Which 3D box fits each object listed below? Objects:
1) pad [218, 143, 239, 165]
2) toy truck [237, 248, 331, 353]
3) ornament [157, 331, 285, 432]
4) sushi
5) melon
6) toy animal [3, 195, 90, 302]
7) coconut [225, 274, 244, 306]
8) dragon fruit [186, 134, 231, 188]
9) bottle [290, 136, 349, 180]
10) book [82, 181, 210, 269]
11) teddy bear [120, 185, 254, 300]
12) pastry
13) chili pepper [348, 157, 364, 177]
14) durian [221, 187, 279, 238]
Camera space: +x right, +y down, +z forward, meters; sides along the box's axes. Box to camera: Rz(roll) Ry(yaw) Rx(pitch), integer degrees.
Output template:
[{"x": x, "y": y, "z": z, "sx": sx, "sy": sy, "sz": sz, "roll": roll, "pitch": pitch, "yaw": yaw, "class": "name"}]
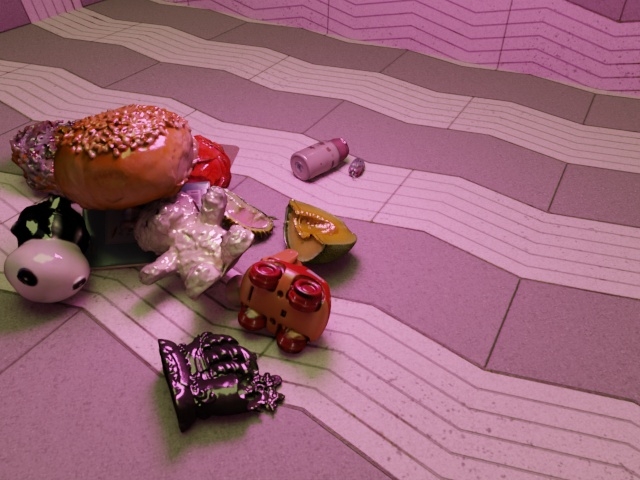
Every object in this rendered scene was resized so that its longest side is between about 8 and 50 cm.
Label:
[{"x": -0.412, "y": -0.300, "z": 2.254, "sx": 0.176, "sy": 0.002, "sz": 0.266, "roll": 6, "pitch": 37, "yaw": 4, "class": "pad"}, {"x": -0.076, "y": 0.134, "z": 1.546, "sx": 0.265, "sy": 0.189, "sz": 0.239, "roll": 27, "pitch": 27, "yaw": 18, "class": "toy truck"}, {"x": -0.223, "y": 0.305, "z": 1.382, "sx": 0.261, "sy": 0.106, "sz": 0.251, "roll": -10, "pitch": 40, "yaw": -24, "class": "ornament"}, {"x": -0.835, "y": -0.302, "z": 2.085, "sx": 0.418, "sy": 0.175, "sz": 0.417, "roll": 2, "pitch": 37, "yaw": -1, "class": "sushi"}, {"x": 0.000, "y": 0.000, "z": 1.789, "sx": 0.169, "sy": 0.129, "sz": 0.265, "roll": 8, "pitch": 27, "yaw": -32, "class": "melon"}, {"x": -0.723, "y": 0.045, "z": 1.607, "sx": 0.213, "sy": 0.212, "sz": 0.266, "roll": -4, "pitch": 59, "yaw": -8, "class": "toy animal"}, {"x": -0.217, "y": 0.133, "z": 1.618, "sx": 0.081, "sy": 0.083, "sz": 0.082, "roll": -18, "pitch": 7, "yaw": 41, "class": "coconut"}, {"x": -0.407, "y": -0.230, "z": 1.980, "sx": 0.241, "sy": 0.241, "sz": 0.252, "roll": -6, "pitch": 59, "yaw": -12, "class": "dragon fruit"}, {"x": 0.007, "y": -0.306, "z": 2.199, "sx": 0.110, "sy": 0.109, "sz": 0.233, "roll": 31, "pitch": 45, "yaw": 33, "class": "bottle"}, {"x": -0.513, "y": -0.048, "z": 1.781, "sx": 0.380, "sy": 0.031, "sz": 0.264, "roll": -3, "pitch": 67, "yaw": -7, "class": "book"}, {"x": -0.382, "y": -0.031, "z": 1.603, "sx": 0.362, "sy": 0.375, "sz": 0.327, "roll": 44, "pitch": 80, "yaw": -2, "class": "teddy bear"}, {"x": -0.533, "y": -0.239, "z": 1.655, "sx": 0.410, "sy": 0.244, "sz": 0.409, "roll": -9, "pitch": 23, "yaw": 4, "class": "pastry"}, {"x": 0.136, "y": -0.274, "z": 2.221, "sx": 0.050, "sy": 0.041, "sz": 0.153, "roll": 46, "pitch": 38, "yaw": -13, "class": "chili pepper"}, {"x": -0.247, "y": -0.065, "z": 1.870, "sx": 0.221, "sy": 0.095, "sz": 0.137, "roll": 25, "pitch": 46, "yaw": -7, "class": "durian"}]
